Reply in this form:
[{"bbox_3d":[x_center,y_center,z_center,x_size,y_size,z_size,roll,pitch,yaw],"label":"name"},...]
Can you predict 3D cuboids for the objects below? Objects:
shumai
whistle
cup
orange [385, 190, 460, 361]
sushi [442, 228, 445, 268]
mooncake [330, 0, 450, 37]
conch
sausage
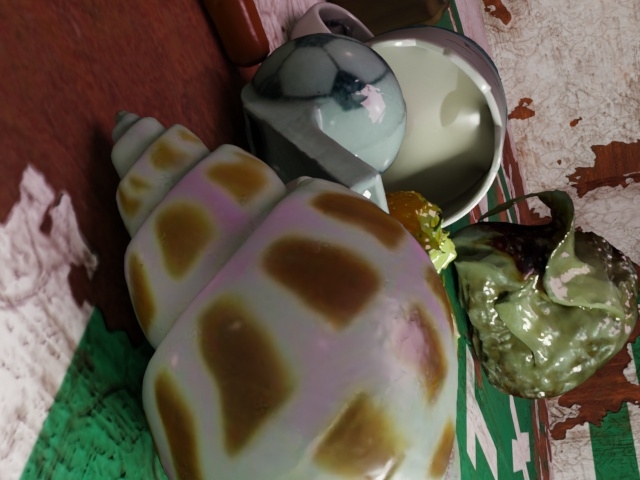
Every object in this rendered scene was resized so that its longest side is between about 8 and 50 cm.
[{"bbox_3d":[0.400,0.083,1.561,0.348,0.395,0.395,44,34,-24],"label":"shumai"},{"bbox_3d":[0.019,-0.095,0.701,0.290,0.163,0.163,45,-11,46],"label":"whistle"},{"bbox_3d":[0.088,-0.166,0.938,0.289,0.219,0.257,44,25,-3],"label":"cup"},{"bbox_3d":[0.050,0.059,0.748,0.237,0.158,0.179,-76,169,-52],"label":"orange"},{"bbox_3d":[0.176,-0.007,1.298,0.264,0.050,0.290,-69,144,-55],"label":"sushi"},{"bbox_3d":[0.097,-0.436,1.142,0.290,0.161,0.290,-9,90,-71],"label":"mooncake"},{"bbox_3d":[-0.014,0.081,0.519,0.249,0.197,0.368,98,-20,-85],"label":"conch"},{"bbox_3d":[-0.082,-0.214,0.707,0.041,0.039,0.131,-79,151,-51],"label":"sausage"}]
